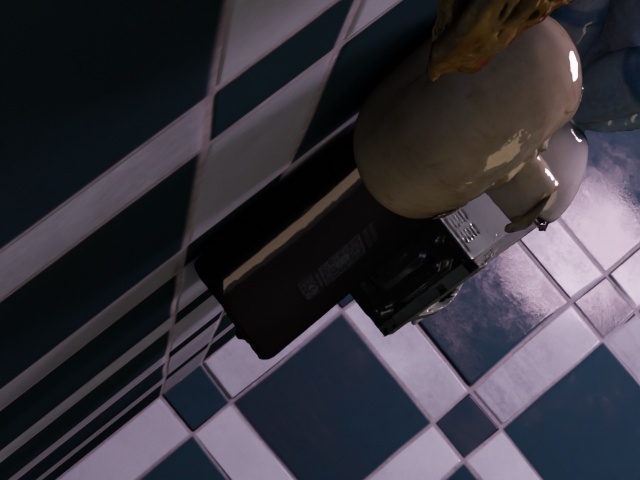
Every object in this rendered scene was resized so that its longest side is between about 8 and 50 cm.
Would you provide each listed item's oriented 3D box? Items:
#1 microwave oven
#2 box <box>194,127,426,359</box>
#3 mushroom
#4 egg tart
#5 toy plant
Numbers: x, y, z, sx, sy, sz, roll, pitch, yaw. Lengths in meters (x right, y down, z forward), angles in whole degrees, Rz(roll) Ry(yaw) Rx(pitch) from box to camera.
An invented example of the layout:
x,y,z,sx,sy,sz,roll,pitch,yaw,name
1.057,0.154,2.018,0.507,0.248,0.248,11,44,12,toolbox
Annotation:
x,y,z,sx,sy,sz,roll,pitch,yaw,name
0.147,-0.013,1.932,0.181,0.237,0.295,-35,175,-34,microwave oven
0.000,0.000,1.448,0.289,0.073,0.290,-40,158,-6,box
0.150,-0.104,1.205,0.246,0.202,0.246,-35,-174,4,mushroom
0.140,-0.194,0.748,0.241,0.106,0.241,-40,179,-1,egg tart
0.321,-0.202,1.570,0.332,0.247,0.247,-43,176,14,toy plant
